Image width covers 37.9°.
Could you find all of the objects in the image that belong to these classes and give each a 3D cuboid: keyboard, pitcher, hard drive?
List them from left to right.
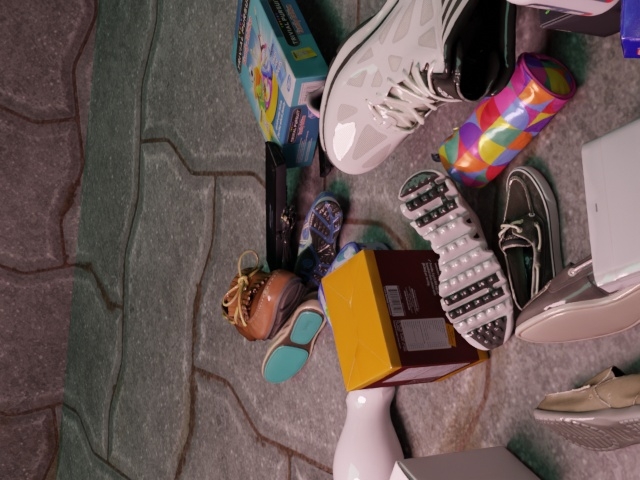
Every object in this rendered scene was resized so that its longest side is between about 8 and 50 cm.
[{"bbox_3d":[-0.080,-0.028,1.870,0.201,0.033,0.317,-111,18,-50],"label":"keyboard"},{"bbox_3d":[0.017,-0.224,1.830,0.100,0.038,0.192,148,119,-79],"label":"keyboard"},{"bbox_3d":[0.079,0.372,1.649,0.178,0.125,0.207,118,154,-67],"label":"pitcher"},{"bbox_3d":[0.442,-0.080,1.050,0.307,0.040,0.203,-26,50,43],"label":"hard drive"}]

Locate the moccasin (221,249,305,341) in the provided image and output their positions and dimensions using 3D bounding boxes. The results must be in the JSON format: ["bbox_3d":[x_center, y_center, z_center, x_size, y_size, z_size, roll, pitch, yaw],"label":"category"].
[{"bbox_3d":[-0.128,0.111,1.846,0.139,0.147,0.380,-54,5,-11],"label":"moccasin"}]

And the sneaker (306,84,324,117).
[{"bbox_3d":[0.101,-0.282,1.593,0.319,0.131,0.112,-35,61,47],"label":"sneaker"}]

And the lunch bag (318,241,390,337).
[{"bbox_3d":[0.081,0.127,1.663,0.176,0.090,0.219,-56,44,44],"label":"lunch bag"}]

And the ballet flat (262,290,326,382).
[{"bbox_3d":[-0.048,0.191,1.884,0.248,0.086,0.086,-56,45,38],"label":"ballet flat"}]

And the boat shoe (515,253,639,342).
[{"bbox_3d":[0.385,0.045,1.188,0.335,0.112,0.095,-32,45,46],"label":"boat shoe"}]

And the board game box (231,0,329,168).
[{"bbox_3d":[-0.088,-0.352,1.878,0.254,0.079,0.336,105,148,-51],"label":"board game box"}]

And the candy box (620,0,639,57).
[{"bbox_3d":[0.448,-0.345,0.931,0.268,0.122,0.317,5,92,17],"label":"candy box"}]

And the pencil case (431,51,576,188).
[{"bbox_3d":[0.266,-0.176,1.372,0.236,0.104,0.104,-47,52,45],"label":"pencil case"}]

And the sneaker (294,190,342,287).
[{"bbox_3d":[0.000,0.000,1.818,0.081,0.080,0.211,-90,16,-59],"label":"sneaker"}]

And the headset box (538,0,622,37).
[{"bbox_3d":[0.390,-0.406,1.150,0.246,0.131,0.283,-10,82,57],"label":"headset box"}]

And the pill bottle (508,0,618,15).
[{"bbox_3d":[0.258,-0.321,1.067,0.108,0.180,0.108,2,92,57],"label":"pill bottle"}]

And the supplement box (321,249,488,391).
[{"bbox_3d":[0.132,0.123,1.482,0.129,0.194,0.191,-38,58,50],"label":"supplement box"}]

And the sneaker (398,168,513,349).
[{"bbox_3d":[0.224,0.024,1.437,0.110,0.118,0.292,-22,87,22],"label":"sneaker"}]

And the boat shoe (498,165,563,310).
[{"bbox_3d":[0.297,-0.005,1.342,0.078,0.070,0.219,-29,66,53],"label":"boat shoe"}]

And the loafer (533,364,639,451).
[{"bbox_3d":[0.382,0.215,1.212,0.251,0.094,0.087,-19,40,57],"label":"loafer"}]

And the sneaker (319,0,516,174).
[{"bbox_3d":[0.134,-0.236,1.384,0.447,0.169,0.257,-59,23,31],"label":"sneaker"}]

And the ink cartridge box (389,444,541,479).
[{"bbox_3d":[0.183,0.469,1.371,0.131,0.226,0.306,40,121,48],"label":"ink cartridge box"}]
